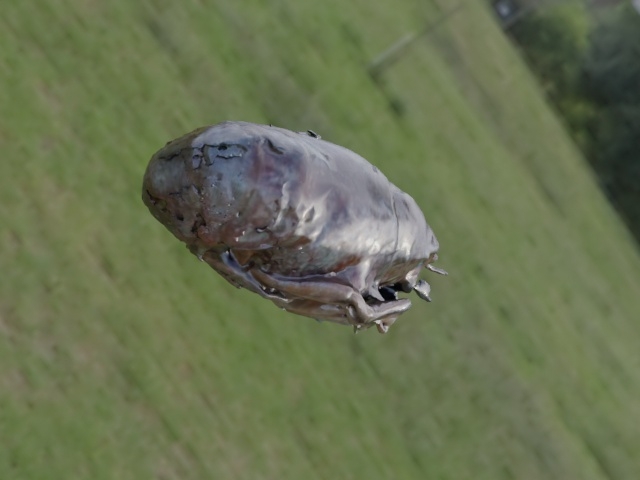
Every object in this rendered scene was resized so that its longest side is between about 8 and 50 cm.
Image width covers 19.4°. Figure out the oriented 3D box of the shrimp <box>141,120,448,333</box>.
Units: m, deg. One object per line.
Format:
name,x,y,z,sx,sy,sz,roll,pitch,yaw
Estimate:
shrimp,0.001,-0.001,0.699,0.190,0.073,0.075,16,69,-59
